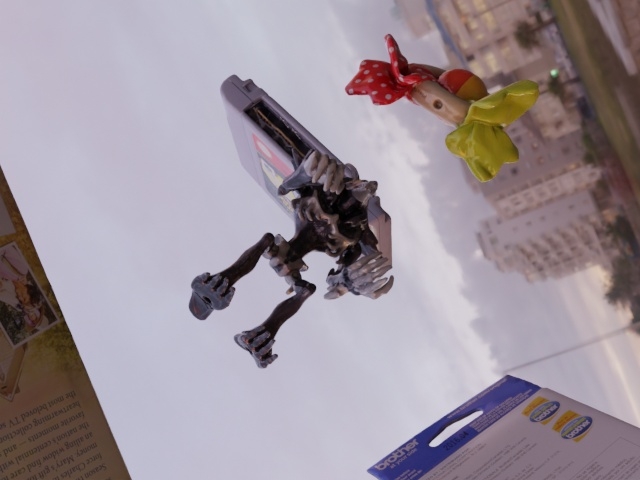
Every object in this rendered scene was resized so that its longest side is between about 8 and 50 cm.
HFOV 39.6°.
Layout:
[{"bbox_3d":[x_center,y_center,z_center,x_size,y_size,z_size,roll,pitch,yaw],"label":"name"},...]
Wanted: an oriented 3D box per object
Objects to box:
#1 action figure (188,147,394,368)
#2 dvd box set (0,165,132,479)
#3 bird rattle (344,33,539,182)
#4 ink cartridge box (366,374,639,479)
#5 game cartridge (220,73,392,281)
[{"bbox_3d":[0.000,0.000,0.893,0.164,0.141,0.276,53,-128,-15],"label":"action figure"},{"bbox_3d":[-0.268,0.120,0.517,0.307,0.062,0.420,-23,-91,-54],"label":"dvd box set"},{"bbox_3d":[0.171,-0.190,1.228,0.207,0.253,0.143,-24,-45,-63],"label":"bird rattle"},{"bbox_3d":[0.198,0.217,0.711,0.311,0.185,0.065,22,136,55],"label":"ink cartridge box"},{"bbox_3d":[-0.019,-0.075,1.187,0.294,0.060,0.196,45,168,24],"label":"game cartridge"}]
